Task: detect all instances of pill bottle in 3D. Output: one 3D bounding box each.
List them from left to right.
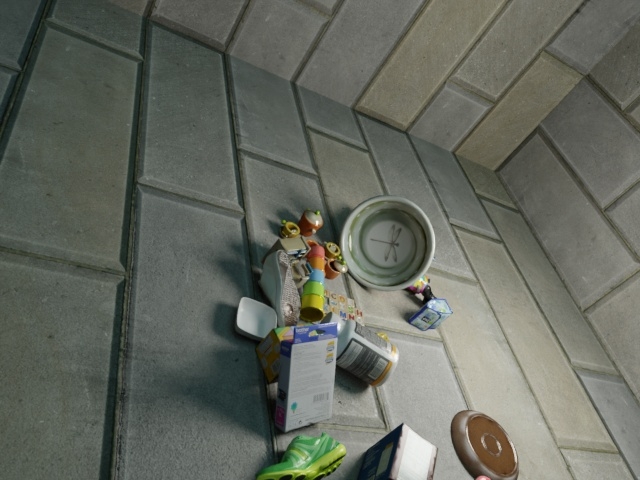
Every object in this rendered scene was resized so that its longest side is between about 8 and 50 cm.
[{"bbox_3d":[0.119,0.373,1.883,0.279,0.162,0.162,33,35,-8],"label":"pill bottle"}]

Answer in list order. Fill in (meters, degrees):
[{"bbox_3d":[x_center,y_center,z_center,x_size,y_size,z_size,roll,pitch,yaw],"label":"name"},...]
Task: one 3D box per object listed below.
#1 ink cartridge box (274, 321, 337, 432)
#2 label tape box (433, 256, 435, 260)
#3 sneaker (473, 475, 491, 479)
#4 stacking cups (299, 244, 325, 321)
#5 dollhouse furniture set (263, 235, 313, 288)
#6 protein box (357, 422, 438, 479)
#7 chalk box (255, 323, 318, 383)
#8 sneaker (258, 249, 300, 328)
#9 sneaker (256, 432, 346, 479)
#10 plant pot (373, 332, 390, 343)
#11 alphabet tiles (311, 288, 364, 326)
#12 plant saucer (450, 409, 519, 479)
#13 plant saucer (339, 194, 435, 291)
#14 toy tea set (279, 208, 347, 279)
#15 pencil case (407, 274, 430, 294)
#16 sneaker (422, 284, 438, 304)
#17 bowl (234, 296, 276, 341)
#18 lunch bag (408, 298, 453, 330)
[{"bbox_3d":[-0.039,0.397,1.628,0.186,0.310,0.065,0,8,-42],"label":"ink cartridge box"},{"bbox_3d":[0.341,0.000,2.496,0.348,0.115,0.249,35,13,-7],"label":"label tape box"},{"bbox_3d":[0.531,0.866,1.709,0.116,0.136,0.314,40,34,1],"label":"sneaker"},{"bbox_3d":[-0.022,0.156,2.044,0.096,0.096,0.316,25,41,-18],"label":"stacking cups"},{"bbox_3d":[-0.100,0.097,2.036,0.129,0.129,0.183,-7,58,-46],"label":"dollhouse furniture set"},{"bbox_3d":[0.215,0.683,1.578,0.136,0.199,0.201,37,34,-2],"label":"protein box"},{"bbox_3d":[-0.075,0.358,1.753,0.213,0.132,0.132,1,49,-43],"label":"chalk box"},{"bbox_3d":[-0.152,0.188,1.928,0.106,0.123,0.290,15,60,-48],"label":"sneaker"},{"bbox_3d":[-0.065,0.619,1.509,0.296,0.109,0.123,-4,30,-43],"label":"sneaker"},{"bbox_3d":[0.211,0.384,2.023,0.081,0.083,0.081,7,44,-37],"label":"plant pot"},{"bbox_3d":[0.068,0.277,2.083,0.237,0.009,0.198,23,37,-20],"label":"alphabet tiles"},{"bbox_3d":[0.614,0.756,1.992,0.311,0.050,0.310,23,37,-19],"label":"plant saucer"},{"bbox_3d":[0.282,0.011,2.284,0.400,0.400,0.100,47,13,13],"label":"plant saucer"},{"bbox_3d":[0.000,0.000,2.238,0.336,0.124,0.200,44,35,9],"label":"toy tea set"},{"bbox_3d":[0.368,0.160,2.413,0.236,0.104,0.104,24,37,-18],"label":"pencil case"},{"bbox_3d":[0.494,0.262,2.382,0.089,0.170,0.051,29,62,27],"label":"sneaker"},{"bbox_3d":[-0.219,0.270,1.794,0.142,0.053,0.142,24,36,-19],"label":"bowl"},{"bbox_3d":[0.460,0.311,2.292,0.151,0.128,0.096,9,44,-37],"label":"lunch bag"}]
